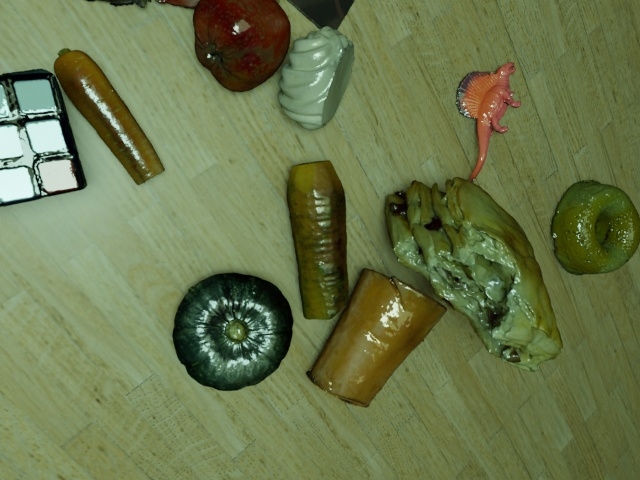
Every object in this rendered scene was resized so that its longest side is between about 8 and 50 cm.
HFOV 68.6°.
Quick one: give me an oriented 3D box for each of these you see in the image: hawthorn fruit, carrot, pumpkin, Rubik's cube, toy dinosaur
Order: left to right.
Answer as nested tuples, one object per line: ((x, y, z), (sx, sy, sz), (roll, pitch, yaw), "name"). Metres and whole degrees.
((-0.426, -0.132, 0.644), (0.162, 0.161, 0.163), (-14, 103, -23), "Rubik's cube")
((-0.330, -0.194, 0.735), (0.067, 0.067, 0.225), (-38, 114, -16), "carrot")
((-0.151, 0.157, 0.824), (0.212, 0.152, 0.211), (-1, 93, -27), "pumpkin")
((-0.110, -0.351, 0.785), (0.203, 0.163, 0.162), (-45, 114, -29), "hawthorn fruit")
((0.000, 0.000, 0.898), (0.114, 0.114, 0.301), (-13, 105, -24), "carrot")
((0.109, 0.201, 0.937), (0.196, 0.196, 0.254), (32, 85, -26), "carrot")
((0.358, -0.287, 1.065), (0.139, 0.070, 0.286), (27, 88, -16), "toy dinosaur")

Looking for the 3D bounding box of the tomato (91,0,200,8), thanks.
((-0.255, -0.506, 0.669), (0.335, 0.176, 0.289), (-4, 96, -24), "tomato")

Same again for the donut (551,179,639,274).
((0.748, -0.029, 1.261), (0.272, 0.107, 0.271), (-3, 97, -25), "donut")

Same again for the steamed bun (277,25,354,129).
((-0.012, -0.291, 0.830), (0.106, 0.183, 0.182), (20, 88, 7), "steamed bun")

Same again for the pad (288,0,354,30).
((0.020, -0.583, 0.882), (0.220, 0.004, 0.330), (32, 83, -26), "pad")

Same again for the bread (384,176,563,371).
((0.304, 0.041, 0.904), (0.314, 0.370, 0.191), (29, 119, -31), "bread")
